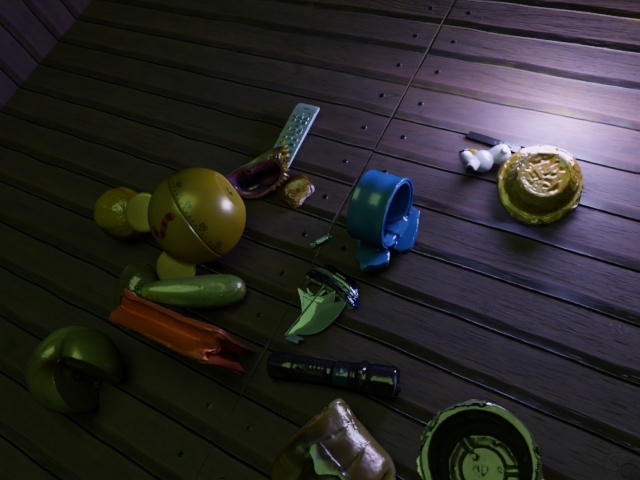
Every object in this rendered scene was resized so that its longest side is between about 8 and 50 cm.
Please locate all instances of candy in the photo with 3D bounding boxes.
[{"bbox_3d":[0.000,0.000,1.934,0.083,0.020,0.030,-31,61,-3],"label":"candy"}]

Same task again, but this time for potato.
[{"bbox_3d":[-0.653,0.201,1.950,0.159,0.174,0.251,11,70,-15],"label":"potato"}]

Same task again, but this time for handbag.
[{"bbox_3d":[-0.438,0.295,1.745,0.410,0.303,0.116,18,76,22],"label":"handbag"}]

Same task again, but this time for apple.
[{"bbox_3d":[-0.806,0.429,1.813,0.292,0.254,0.291,-7,58,12],"label":"apple"}]

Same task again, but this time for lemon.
[{"bbox_3d":[-0.766,-0.103,2.123,0.260,0.204,0.204,17,68,39],"label":"lemon"}]

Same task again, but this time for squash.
[{"bbox_3d":[-0.440,0.178,1.864,0.371,0.118,0.118,-2,59,-11],"label":"squash"}]

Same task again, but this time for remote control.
[{"bbox_3d":[-0.104,-0.417,2.177,0.103,0.051,0.293,20,73,26],"label":"remote control"}]

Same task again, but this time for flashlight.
[{"bbox_3d":[0.031,0.408,1.667,0.424,0.103,0.103,3,63,21],"label":"flashlight"}]

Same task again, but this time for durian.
[{"bbox_3d":[-0.217,-0.272,2.076,0.261,0.153,0.186,-10,48,29],"label":"durian"}]

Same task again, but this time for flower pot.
[{"bbox_3d":[0.396,0.563,1.367,0.291,0.259,0.290,-7,62,14],"label":"flower pot"}]

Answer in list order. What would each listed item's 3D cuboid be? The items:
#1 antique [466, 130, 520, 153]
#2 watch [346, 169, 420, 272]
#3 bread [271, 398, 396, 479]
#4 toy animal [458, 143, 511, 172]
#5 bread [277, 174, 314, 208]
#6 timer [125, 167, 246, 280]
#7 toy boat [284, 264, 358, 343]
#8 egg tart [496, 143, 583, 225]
[{"bbox_3d":[0.610,-0.347,1.938,0.192,0.015,0.031,26,72,27],"label":"antique"},{"bbox_3d":[0.176,-0.065,1.767,0.242,0.274,0.305,17,64,24],"label":"watch"},{"bbox_3d":[0.042,0.641,1.466,0.300,0.210,0.341,-39,59,-3],"label":"bread"},{"bbox_3d":[0.547,-0.286,1.866,0.182,0.127,0.131,-16,65,-5],"label":"toy animal"},{"bbox_3d":[-0.094,-0.191,2.056,0.129,0.044,0.126,-41,60,-11],"label":"bread"},{"bbox_3d":[-0.469,-0.067,1.938,0.387,0.376,0.376,-33,58,7],"label":"timer"},{"bbox_3d":[-0.017,0.198,1.807,0.292,0.070,0.210,-32,56,2],"label":"toy boat"},{"bbox_3d":[0.704,-0.188,1.757,0.288,0.118,0.288,-4,73,12],"label":"egg tart"}]
